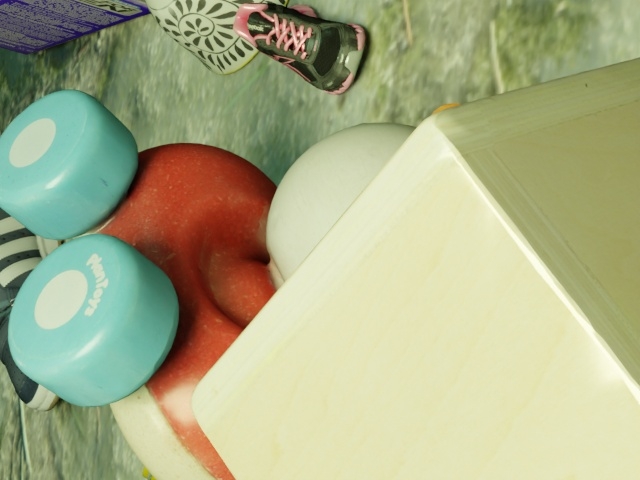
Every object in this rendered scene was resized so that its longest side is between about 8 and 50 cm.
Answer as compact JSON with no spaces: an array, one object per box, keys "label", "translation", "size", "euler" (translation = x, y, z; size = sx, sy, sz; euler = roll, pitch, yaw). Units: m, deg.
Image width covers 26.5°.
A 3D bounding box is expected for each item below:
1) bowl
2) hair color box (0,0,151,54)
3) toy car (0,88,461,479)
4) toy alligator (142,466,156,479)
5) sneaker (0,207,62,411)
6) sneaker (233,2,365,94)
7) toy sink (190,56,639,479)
[{"label":"bowl","translation":[-0.085,-0.209,0.960],"size":[0.170,0.080,0.170],"euler":[-30,53,51]},{"label":"hair color box","translation":[-0.236,-0.284,1.218],"size":[0.339,0.110,0.185],"euler":[0,79,58]},{"label":"toy car","translation":[0.000,0.000,0.678],"size":[0.238,0.219,0.210],"euler":[-33,44,12]},{"label":"toy alligator","translation":[-0.094,0.181,0.864],"size":[0.189,0.056,0.051],"euler":[-64,-9,24]},{"label":"sneaker","translation":[-0.299,0.023,1.160],"size":[0.099,0.153,0.282],"euler":[-55,37,34]},{"label":"sneaker","translation":[-0.017,-0.123,0.837],"size":[0.119,0.057,0.047],"euler":[32,105,57]},{"label":"toy sink","translation":[0.102,0.034,0.478],"size":[0.131,0.234,0.153],"euler":[54,130,16]}]
